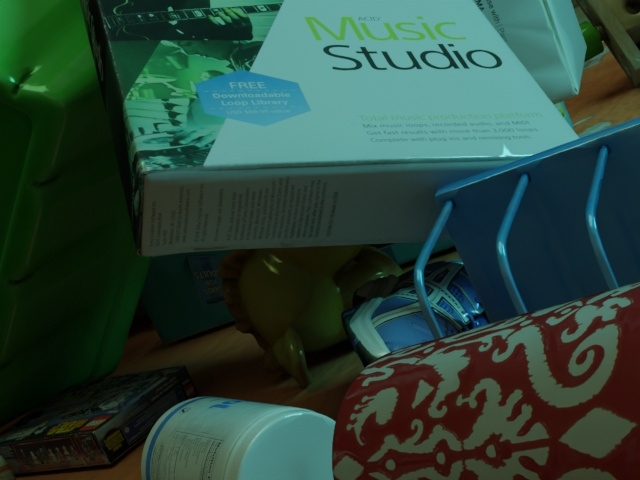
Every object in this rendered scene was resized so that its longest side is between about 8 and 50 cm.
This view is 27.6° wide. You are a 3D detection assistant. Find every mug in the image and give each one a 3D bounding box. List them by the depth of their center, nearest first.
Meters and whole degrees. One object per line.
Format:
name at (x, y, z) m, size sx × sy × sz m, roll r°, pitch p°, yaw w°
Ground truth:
mug at (0.104, 0.082, 0.474) m, size 0.169 × 0.150 × 0.113 m, roll -17°, pitch 49°, yaw 48°

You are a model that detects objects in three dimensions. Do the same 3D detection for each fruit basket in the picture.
fruit basket at (-0.237, -0.088, 1.015) m, size 0.392 × 0.283 × 0.392 m, roll 25°, pitch -90°, yaw -85°

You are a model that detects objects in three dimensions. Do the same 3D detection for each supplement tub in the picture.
supplement tub at (-0.035, 0.112, 0.628) m, size 0.071 × 0.071 × 0.107 m, roll -31°, pitch 14°, yaw -30°

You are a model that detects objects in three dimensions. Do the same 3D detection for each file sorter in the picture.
file sorter at (0.141, 0.019, 0.573) m, size 0.170 × 0.118 × 0.104 m, roll -19°, pitch 16°, yaw 24°

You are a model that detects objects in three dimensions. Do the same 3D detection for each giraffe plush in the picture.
giraffe plush at (0.000, 0.000, 0.855) m, size 0.210 × 0.170 × 0.181 m, roll 5°, pitch 16°, yaw 19°

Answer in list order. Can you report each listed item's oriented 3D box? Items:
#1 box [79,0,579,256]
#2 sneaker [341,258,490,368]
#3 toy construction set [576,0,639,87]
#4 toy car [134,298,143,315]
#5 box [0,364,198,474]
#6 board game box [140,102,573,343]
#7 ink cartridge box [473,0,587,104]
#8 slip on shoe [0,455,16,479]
box at (-0.013, -0.109, 0.758) m, size 0.232 × 0.058 × 0.322 m, roll -3°, pitch 35°, yaw -16°
sneaker at (0.063, 0.049, 0.686) m, size 0.081 × 0.080 × 0.211 m, roll -26°, pitch 13°, yaw 7°
toy construction set at (0.313, -0.292, 1.204) m, size 0.237 × 0.309 × 0.257 m, roll -27°, pitch 3°, yaw 10°
toy car at (-0.192, -0.003, 1.234) m, size 0.159 × 0.136 × 0.182 m, roll -20°, pitch 25°, yaw 27°
box at (-0.164, 0.128, 0.918) m, size 0.137 × 0.027 × 0.094 m, roll -14°, pitch 14°, yaw 42°
board game box at (0.034, -0.038, 1.122) m, size 0.336 × 0.079 × 0.254 m, roll -19°, pitch 13°, yaw 23°
ink cartridge box at (0.062, -0.136, 1.018) m, size 0.273 × 0.114 × 0.197 m, roll -21°, pitch 12°, yaw 19°
slip on shoe at (-0.336, 0.179, 0.865) m, size 0.331 × 0.101 × 0.123 m, roll -14°, pitch 14°, yaw 35°
